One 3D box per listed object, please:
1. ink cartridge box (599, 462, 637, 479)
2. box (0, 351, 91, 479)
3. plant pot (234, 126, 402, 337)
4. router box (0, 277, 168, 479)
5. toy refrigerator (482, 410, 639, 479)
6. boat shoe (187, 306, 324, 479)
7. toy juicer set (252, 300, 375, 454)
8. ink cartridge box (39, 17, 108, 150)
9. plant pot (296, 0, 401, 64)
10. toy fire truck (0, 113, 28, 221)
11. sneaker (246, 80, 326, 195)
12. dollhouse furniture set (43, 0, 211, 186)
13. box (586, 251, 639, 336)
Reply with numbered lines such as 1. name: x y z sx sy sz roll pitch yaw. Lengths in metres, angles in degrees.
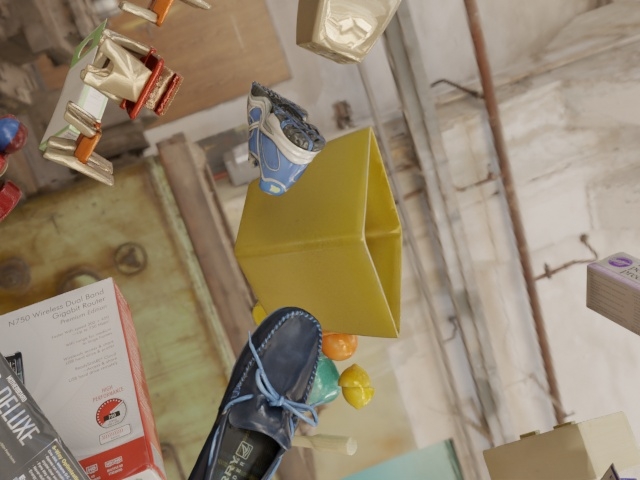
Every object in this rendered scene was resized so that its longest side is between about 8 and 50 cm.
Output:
1. ink cartridge box: 0.363 0.413 0.913 0.333 0.065 0.165 94 -14 -51
2. box: -0.316 0.269 0.631 0.076 0.242 0.307 -23 -77 47
3. plant pot: 0.000 0.000 1.019 0.212 0.187 0.212 68 22 -44
4. router box: -0.396 0.237 0.964 0.082 0.335 0.301 78 -11 -52
5. toy refrigerator: 0.393 0.358 1.233 0.269 0.102 0.094 130 -51 -58
6. boat shoe: -0.054 0.191 0.739 0.258 0.109 0.089 -71 -165 -13
7. toy juicer set: 0.003 0.230 1.207 0.089 0.209 0.329 -41 137 -46
8. ink cartridge box: -0.452 -0.285 1.409 0.171 0.056 0.235 -12 -122 51
9. plant pot: 0.025 -0.292 0.976 0.096 0.109 0.109 -69 -157 3
10. toy fire truck: -0.526 -0.074 1.068 0.169 0.254 0.302 48 45 -27
11. sneaker: -0.058 -0.123 0.855 0.080 0.081 0.211 24 20 -20
12. dollhouse furniture set: -0.243 -0.215 0.990 0.135 0.262 0.259 27 8 -23
13. box: 0.427 0.100 0.796 0.324 0.063 0.067 36 -41 58
